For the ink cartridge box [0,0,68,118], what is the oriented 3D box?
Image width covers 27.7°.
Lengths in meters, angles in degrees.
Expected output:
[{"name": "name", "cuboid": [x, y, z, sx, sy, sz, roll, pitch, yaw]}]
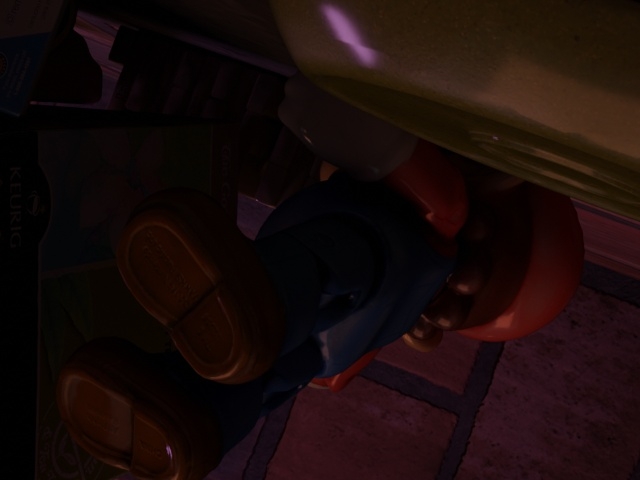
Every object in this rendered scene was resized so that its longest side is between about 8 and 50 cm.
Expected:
[{"name": "ink cartridge box", "cuboid": [-0.192, -0.123, 0.643, 0.122, 0.088, 0.052, 21, -178, -10]}]

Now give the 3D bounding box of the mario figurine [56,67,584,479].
[{"name": "mario figurine", "cuboid": [0.000, 0.000, 0.650, 0.198, 0.170, 0.320, -19, 180, 37]}]

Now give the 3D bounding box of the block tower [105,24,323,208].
[{"name": "block tower", "cuboid": [-0.011, -0.061, 0.935, 0.335, 0.097, 0.091, 23, -178, 29]}]

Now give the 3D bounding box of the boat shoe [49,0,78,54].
[{"name": "boat shoe", "cuboid": [-0.243, -0.155, 0.698, 0.223, 0.080, 0.073, 16, 177, -7]}]

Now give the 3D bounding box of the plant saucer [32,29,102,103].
[{"name": "plant saucer", "cuboid": [-0.318, -0.151, 0.912, 0.332, 0.084, 0.332, 6, -174, -1]}]

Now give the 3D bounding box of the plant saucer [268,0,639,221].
[{"name": "plant saucer", "cuboid": [0.086, -0.038, 0.426, 0.241, 0.037, 0.241, 22, -179, 0]}]

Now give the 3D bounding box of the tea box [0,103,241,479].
[{"name": "tea box", "cuboid": [-0.267, 0.024, 0.794, 0.329, 0.220, 0.323, 6, -170, 28]}]
